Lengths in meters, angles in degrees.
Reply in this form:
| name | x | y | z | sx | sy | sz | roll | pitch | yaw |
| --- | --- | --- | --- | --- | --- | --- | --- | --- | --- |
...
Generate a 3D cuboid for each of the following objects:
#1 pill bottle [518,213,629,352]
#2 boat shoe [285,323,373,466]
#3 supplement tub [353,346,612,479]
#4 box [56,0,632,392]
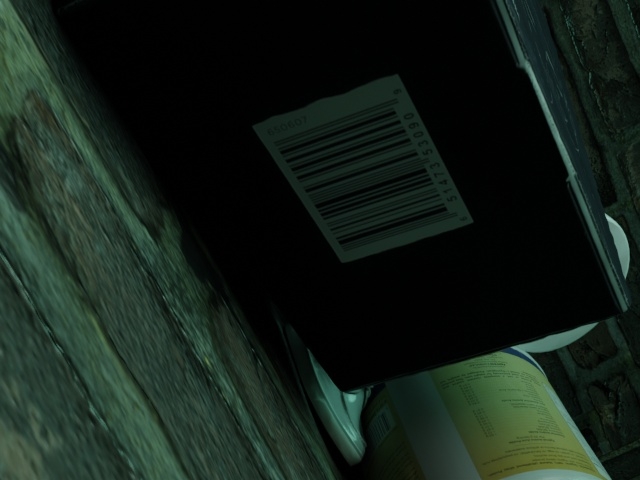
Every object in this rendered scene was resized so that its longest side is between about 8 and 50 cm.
| name | x | y | z | sx | sy | sz | roll | pitch | yaw |
| --- | --- | --- | --- | --- | --- | --- | --- | --- | --- |
| pill bottle | 0.185 | -0.036 | 1.249 | 0.363 | 0.210 | 0.210 | 47 | -12 | 52 |
| boat shoe | 0.019 | 0.143 | 1.063 | 0.066 | 0.063 | 0.184 | 62 | 3 | -39 |
| supplement tub | 0.166 | 0.261 | 1.011 | 0.228 | 0.228 | 0.316 | 62 | 3 | -33 |
| box | 0.045 | -0.206 | 0.971 | 0.471 | 0.297 | 0.480 | -88 | 153 | -46 |
